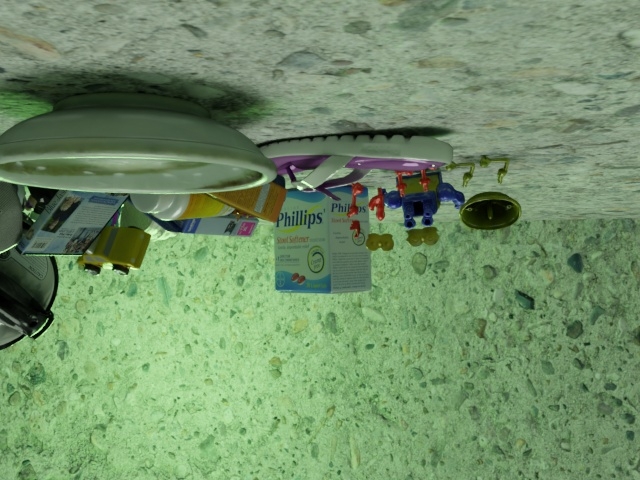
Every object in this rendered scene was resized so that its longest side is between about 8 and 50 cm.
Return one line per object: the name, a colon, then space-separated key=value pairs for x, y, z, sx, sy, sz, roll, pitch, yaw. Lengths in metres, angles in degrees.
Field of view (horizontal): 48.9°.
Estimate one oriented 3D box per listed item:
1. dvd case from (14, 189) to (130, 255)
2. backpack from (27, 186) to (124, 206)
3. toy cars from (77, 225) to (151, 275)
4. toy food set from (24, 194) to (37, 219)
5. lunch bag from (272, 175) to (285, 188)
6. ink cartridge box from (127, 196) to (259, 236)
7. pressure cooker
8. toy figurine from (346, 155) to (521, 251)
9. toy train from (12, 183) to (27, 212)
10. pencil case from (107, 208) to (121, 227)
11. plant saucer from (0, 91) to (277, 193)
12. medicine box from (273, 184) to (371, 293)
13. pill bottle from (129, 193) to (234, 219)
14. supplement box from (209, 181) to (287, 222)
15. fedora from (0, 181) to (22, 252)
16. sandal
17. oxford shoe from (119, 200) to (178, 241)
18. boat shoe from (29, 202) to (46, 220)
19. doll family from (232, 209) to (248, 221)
dvd case: x=-0.418 y=-0.071 z=1.277 sx=0.022 sy=0.253 sz=0.180 roll=42 pitch=-171 yaw=13
backpack: x=-0.465 y=-0.108 z=1.378 sx=0.152 sy=0.115 sz=0.182 roll=-4 pitch=180 yaw=16
toy cars: x=-0.492 y=-0.052 z=1.526 sx=0.087 sy=0.176 sz=0.393 roll=40 pitch=-171 yaw=-46
toy food set: x=-0.632 y=-0.107 z=1.568 sx=0.019 sy=0.122 sz=0.078 roll=28 pitch=179 yaw=-23
lunch bag: x=-0.129 y=-0.122 z=1.681 sx=0.065 sy=0.067 sz=0.098 roll=-1 pitch=179 yaw=28
ink cartridge box: x=-0.312 y=-0.081 z=1.715 sx=0.186 sy=0.065 sz=0.311 roll=36 pitch=-161 yaw=28
pressure cooker: x=-0.872 y=0.085 z=1.778 sx=0.370 sy=0.375 sz=0.420 roll=-6 pitch=-159 yaw=-41
toy figurine: x=0.244 y=-0.123 z=1.564 sx=0.363 sy=0.191 sz=0.217 roll=-8 pitch=-154 yaw=13
toy train: x=-0.805 y=-0.093 z=1.510 sx=0.334 sy=0.142 sz=0.190 roll=0 pitch=169 yaw=-28
pencil case: x=-0.500 y=-0.076 z=1.676 sx=0.070 sy=0.151 sz=0.064 roll=9 pitch=179 yaw=28
plant saucer: x=-0.261 y=-0.133 z=0.985 sx=0.400 sy=0.100 sz=0.400 roll=0 pitch=177 yaw=0
medicine box: x=0.000 y=0.000 z=1.969 sx=0.149 sy=0.289 sz=0.263 roll=-1 pitch=179 yaw=-38
pill bottle: x=-0.258 y=-0.100 z=1.355 sx=0.117 sy=0.117 sz=0.215 roll=-2 pitch=-176 yaw=34
supplement box: x=-0.163 y=-0.103 z=1.311 sx=0.078 sy=0.080 sz=0.233 roll=18 pitch=178 yaw=35
fedora: x=-0.589 y=-0.060 z=1.190 sx=0.124 sy=0.275 sz=0.244 roll=-27 pitch=-160 yaw=-34
sandal: x=0.028 y=-0.123 z=1.247 sx=0.416 sy=0.102 sz=0.169 roll=0 pitch=176 yaw=36
oxford shoe: x=-0.487 y=-0.060 z=2.033 sx=0.130 sy=0.169 sz=0.449 roll=-1 pitch=173 yaw=-31
boat shoe: x=-0.691 y=-0.090 z=2.019 sx=0.114 sy=0.091 sz=0.302 roll=19 pitch=-173 yaw=19
doll family: x=-0.231 y=-0.100 z=1.554 sx=0.263 sy=0.118 sz=0.163 roll=-1 pitch=178 yaw=1
